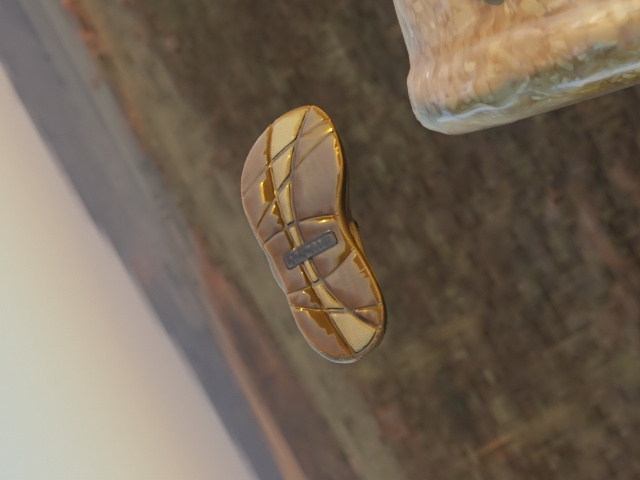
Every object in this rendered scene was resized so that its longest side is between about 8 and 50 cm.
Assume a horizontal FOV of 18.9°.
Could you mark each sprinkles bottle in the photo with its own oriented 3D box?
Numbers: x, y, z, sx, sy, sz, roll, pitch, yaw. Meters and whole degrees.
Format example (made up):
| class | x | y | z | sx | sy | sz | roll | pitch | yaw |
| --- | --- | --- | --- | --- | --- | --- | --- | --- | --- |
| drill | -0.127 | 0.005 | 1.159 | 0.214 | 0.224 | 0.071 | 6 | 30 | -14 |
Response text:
| class | x | y | z | sx | sy | sz | roll | pitch | yaw |
| --- | --- | --- | --- | --- | --- | --- | --- | --- | --- |
| sprinkles bottle | 0.033 | -0.211 | 0.486 | 0.121 | 0.121 | 0.355 | -174 | 67 | -84 |

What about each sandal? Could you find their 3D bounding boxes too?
| class | x | y | z | sx | sy | sz | roll | pitch | yaw |
| --- | --- | --- | --- | --- | --- | --- | --- | --- | --- |
| sandal | 0.000 | 0.000 | 1.201 | 0.049 | 0.072 | 0.180 | 47 | -159 | -61 |
